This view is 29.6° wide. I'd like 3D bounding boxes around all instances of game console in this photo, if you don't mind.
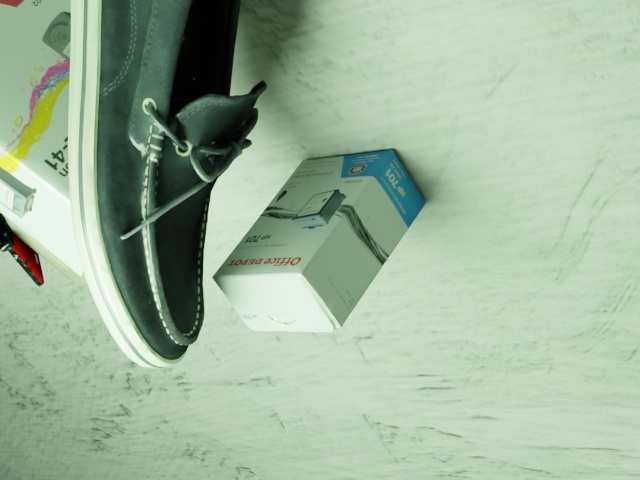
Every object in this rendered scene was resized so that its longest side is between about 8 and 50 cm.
[{"bbox_3d":[-0.473,0.018,1.757,0.124,0.085,0.144,56,178,-26],"label":"game console"}]

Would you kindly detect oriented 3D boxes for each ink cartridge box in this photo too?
[{"bbox_3d":[-0.301,-0.150,1.330,0.306,0.226,0.131,37,148,-2],"label":"ink cartridge box"},{"bbox_3d":[0.000,0.000,1.262,0.139,0.191,0.082,-4,129,44],"label":"ink cartridge box"}]

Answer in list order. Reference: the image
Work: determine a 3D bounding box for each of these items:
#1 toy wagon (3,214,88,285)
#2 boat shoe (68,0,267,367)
[{"bbox_3d":[-0.318,-0.050,1.606,0.267,0.068,0.344,40,146,-5],"label":"toy wagon"},{"bbox_3d":[-0.136,-0.113,1.147,0.155,0.187,0.501,4,104,13],"label":"boat shoe"}]
